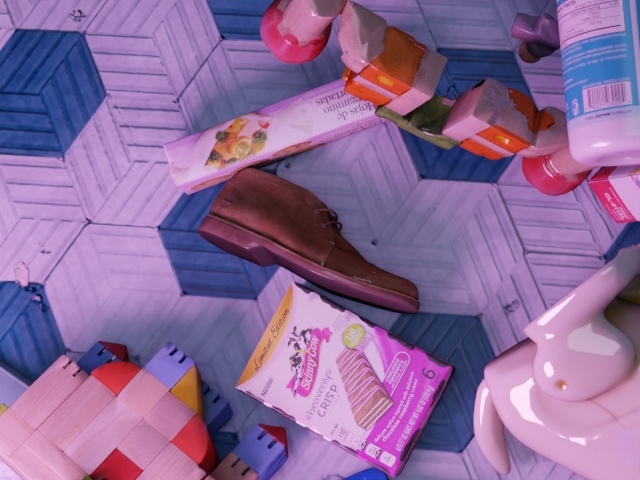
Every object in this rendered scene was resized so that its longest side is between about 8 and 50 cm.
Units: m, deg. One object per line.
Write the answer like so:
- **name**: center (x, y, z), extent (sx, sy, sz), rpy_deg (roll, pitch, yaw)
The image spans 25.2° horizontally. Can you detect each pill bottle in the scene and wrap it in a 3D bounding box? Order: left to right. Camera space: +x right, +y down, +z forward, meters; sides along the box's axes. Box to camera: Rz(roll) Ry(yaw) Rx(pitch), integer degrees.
- **pill bottle**: center (0.340, -0.222, 1.592), extent (0.146, 0.146, 0.264), rpy_deg (-4, 84, 8)

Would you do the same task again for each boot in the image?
- **boot**: center (0.000, 0.000, 1.834), extent (0.305, 0.112, 0.115), rpy_deg (24, 76, 13)

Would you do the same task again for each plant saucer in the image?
- **plant saucer**: center (-0.434, 0.196, 1.913), extent (0.192, 0.018, 0.067), rpy_deg (32, 88, 12)

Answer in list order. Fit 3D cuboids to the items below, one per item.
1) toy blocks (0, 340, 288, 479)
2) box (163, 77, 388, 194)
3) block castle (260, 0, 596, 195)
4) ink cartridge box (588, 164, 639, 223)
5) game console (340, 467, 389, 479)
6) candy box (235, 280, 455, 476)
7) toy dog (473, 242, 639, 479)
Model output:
- **toy blocks**: center (-0.223, 0.251, 1.793), extent (0.381, 0.191, 0.261), rpy_deg (36, 70, 22)
- **box**: center (-0.044, -0.146, 1.875), extent (0.324, 0.067, 0.063), rpy_deg (-20, 81, 5)
- **block castle**: center (0.182, -0.270, 1.745), extent (0.453, 0.213, 0.303), rpy_deg (26, 77, -10)
- **ink cartridge box**: center (0.429, -0.090, 1.717), extent (0.127, 0.175, 0.072), rpy_deg (-43, 107, -23)
- **game console**: center (-0.002, 0.463, 1.765), extent (0.293, 0.250, 0.173), rpy_deg (-25, 120, 4)
- **candy box**: center (0.032, 0.174, 1.818), extent (0.233, 0.071, 0.159), rpy_deg (27, 88, 12)
- **toy dog**: center (0.396, 0.238, 1.654), extent (0.395, 0.284, 0.408), rpy_deg (-43, 79, 18)
